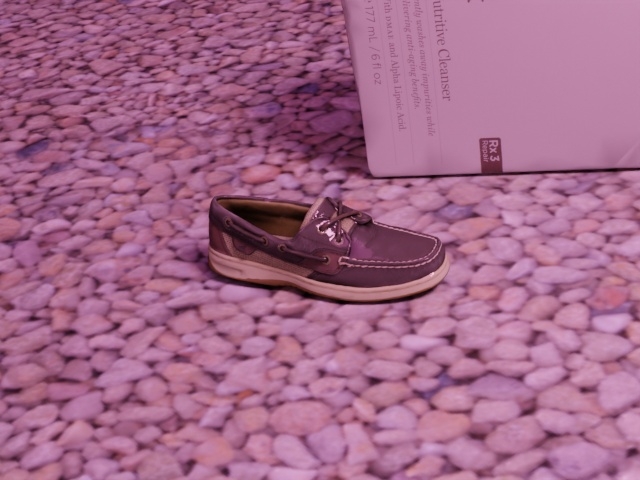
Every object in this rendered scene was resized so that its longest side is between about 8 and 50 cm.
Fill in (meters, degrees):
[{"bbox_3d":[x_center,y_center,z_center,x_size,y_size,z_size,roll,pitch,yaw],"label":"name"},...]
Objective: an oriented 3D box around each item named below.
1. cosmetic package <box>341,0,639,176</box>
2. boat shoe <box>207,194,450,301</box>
[{"bbox_3d":[0.231,-0.191,1.245,0.385,0.217,0.156,-2,31,15],"label":"cosmetic package"},{"bbox_3d":[0.000,-0.001,1.121,0.223,0.073,0.080,5,34,23],"label":"boat shoe"}]
